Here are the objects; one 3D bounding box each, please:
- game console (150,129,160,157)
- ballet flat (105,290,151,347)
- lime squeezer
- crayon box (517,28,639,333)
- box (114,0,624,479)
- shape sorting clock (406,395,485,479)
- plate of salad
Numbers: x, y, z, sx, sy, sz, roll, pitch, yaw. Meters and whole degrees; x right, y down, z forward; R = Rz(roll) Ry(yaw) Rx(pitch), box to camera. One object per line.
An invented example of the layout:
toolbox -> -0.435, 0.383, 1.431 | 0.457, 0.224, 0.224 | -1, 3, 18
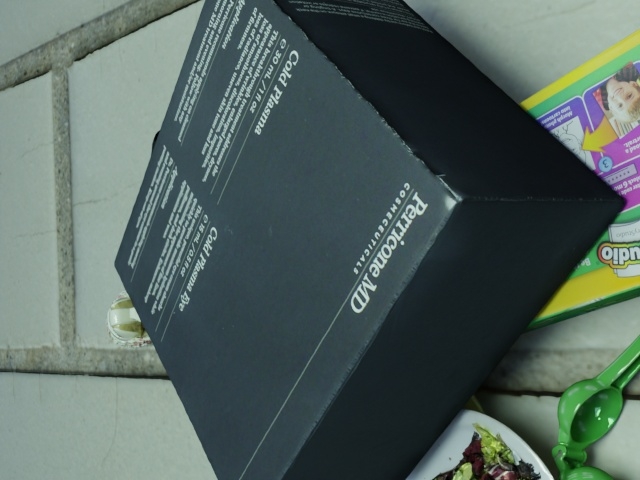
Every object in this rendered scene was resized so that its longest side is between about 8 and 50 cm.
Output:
game console -> -0.103, -0.025, 0.917 | 0.361, 0.044, 0.213 | 28, 107, 39
ballet flat -> -0.227, 0.093, 0.998 | 0.240, 0.077, 0.091 | -17, 78, 40
lime squeezer -> 0.234, 0.175, 0.592 | 0.109, 0.059, 0.311 | 1, 70, 37
crayon box -> 0.199, -0.030, 0.594 | 0.278, 0.081, 0.166 | -30, 69, 49
box -> 0.000, 0.000, 0.636 | 0.313, 0.178, 0.343 | 55, 131, 35
shape sorting clock -> 0.076, 0.204, 0.752 | 0.206, 0.040, 0.206 | 1, 91, 32
plate of salad -> 0.126, 0.243, 0.642 | 0.199, 0.048, 0.200 | 7, 98, 52
